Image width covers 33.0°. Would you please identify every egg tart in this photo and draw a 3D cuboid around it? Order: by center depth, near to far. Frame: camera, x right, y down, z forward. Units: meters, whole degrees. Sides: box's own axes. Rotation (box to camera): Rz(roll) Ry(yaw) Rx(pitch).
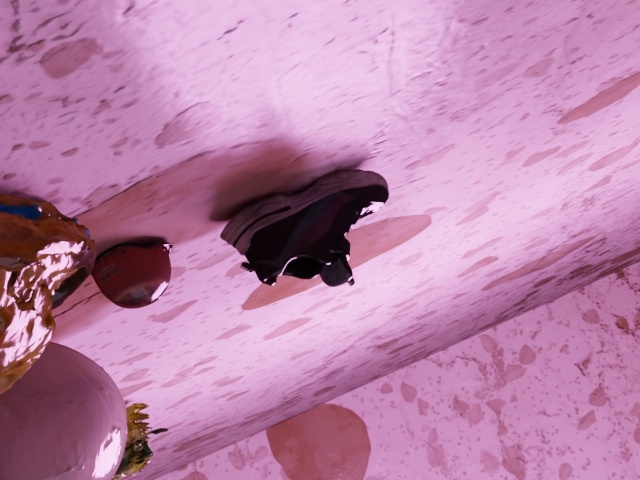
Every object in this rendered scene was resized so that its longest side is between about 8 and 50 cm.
[{"bbox_3d":[-0.275,0.071,0.741,0.290,0.107,0.291,-23,167,-6],"label":"egg tart"}]

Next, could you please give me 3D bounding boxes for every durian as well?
[{"bbox_3d":[-0.304,0.305,1.598,0.132,0.107,0.375,-16,165,-26],"label":"durian"}]

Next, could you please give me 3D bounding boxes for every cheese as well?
[{"bbox_3d":[-0.276,0.176,1.023,0.198,0.189,0.154,-7,126,-56],"label":"cheese"}]

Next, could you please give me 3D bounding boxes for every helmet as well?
[{"bbox_3d":[-0.155,0.033,0.933,0.065,0.049,0.084,-35,163,32],"label":"helmet"}]

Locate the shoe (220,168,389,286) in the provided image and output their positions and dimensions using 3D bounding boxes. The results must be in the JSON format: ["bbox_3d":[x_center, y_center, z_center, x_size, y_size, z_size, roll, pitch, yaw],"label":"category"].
[{"bbox_3d":[0.000,0.000,0.979,0.169,0.099,0.071,-19,163,-26],"label":"shoe"}]
